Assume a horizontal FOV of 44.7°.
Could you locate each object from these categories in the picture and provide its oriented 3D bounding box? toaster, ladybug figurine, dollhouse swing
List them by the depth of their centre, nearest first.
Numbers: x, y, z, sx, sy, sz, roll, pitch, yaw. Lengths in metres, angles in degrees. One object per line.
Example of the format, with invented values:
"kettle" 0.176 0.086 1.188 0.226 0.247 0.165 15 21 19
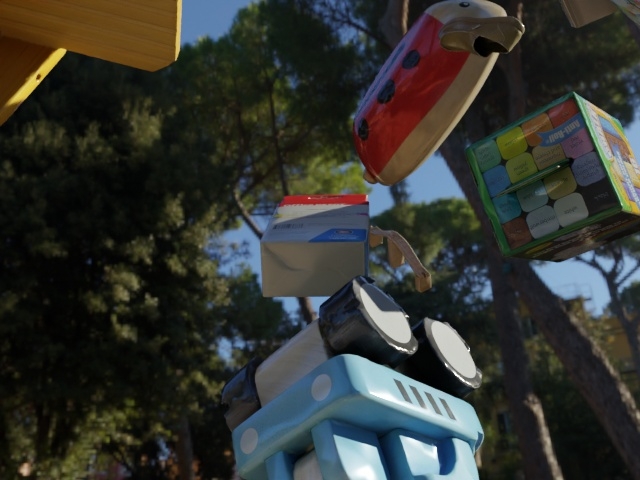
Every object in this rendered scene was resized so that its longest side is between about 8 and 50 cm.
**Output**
"dollhouse swing" -0.402 -0.298 1.099 0.305 0.315 0.347 27 -29 2
"toaster" 0.506 -0.498 1.438 0.186 0.168 0.110 -20 -52 25
"ladybug figurine" 0.207 -0.318 1.628 0.162 0.305 0.449 31 -79 -13

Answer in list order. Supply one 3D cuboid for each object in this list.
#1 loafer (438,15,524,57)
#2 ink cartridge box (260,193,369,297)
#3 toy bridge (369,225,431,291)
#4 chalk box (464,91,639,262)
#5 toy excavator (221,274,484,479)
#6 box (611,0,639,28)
"loafer" 0.238 -0.309 1.192 0.148 0.050 0.056 5 -25 47
"ink cartridge box" 0.000 0.000 1.061 0.134 0.078 0.231 -1 18 5
"toy bridge" 0.134 0.018 1.381 0.026 0.188 0.063 -21 -54 -18
"chalk box" 0.338 -0.084 1.116 0.180 0.179 0.289 -26 -18 31
"toy excavator" 0.035 0.263 0.769 0.222 0.445 0.433 -40 -44 22
"box" 0.341 -0.274 0.835 0.186 0.145 0.038 27 -71 -28
